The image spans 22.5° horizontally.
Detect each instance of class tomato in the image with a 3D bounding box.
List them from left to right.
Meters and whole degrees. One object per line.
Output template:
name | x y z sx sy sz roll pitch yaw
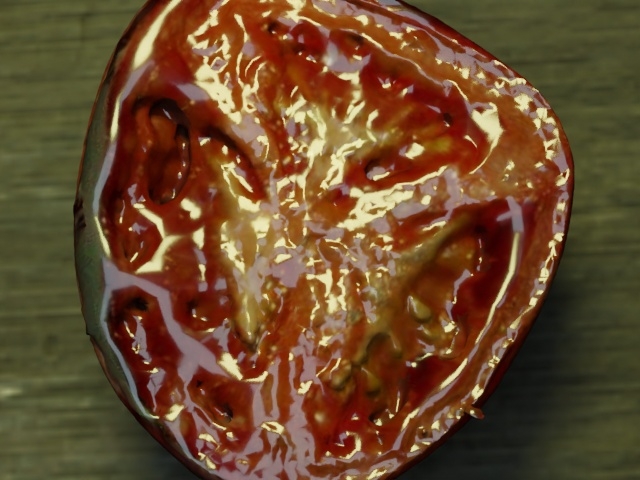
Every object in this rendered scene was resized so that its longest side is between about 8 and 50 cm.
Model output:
tomato | -0.008 0.002 0.555 0.166 0.082 0.174 27 78 4
